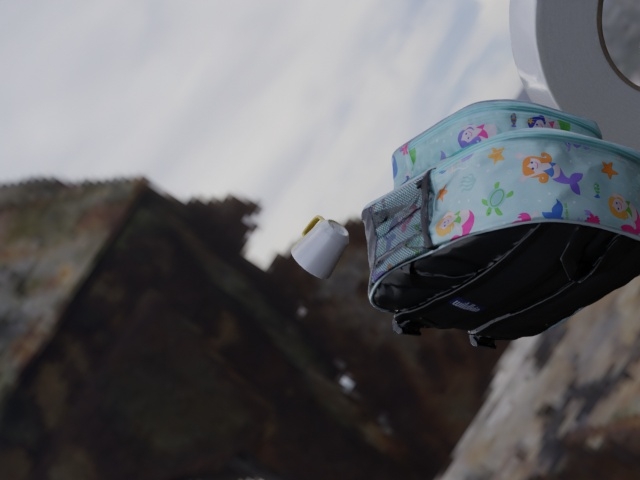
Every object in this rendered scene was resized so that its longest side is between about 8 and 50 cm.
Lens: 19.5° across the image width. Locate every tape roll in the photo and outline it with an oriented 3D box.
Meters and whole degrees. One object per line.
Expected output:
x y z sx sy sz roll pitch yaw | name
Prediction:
0.424 -0.292 2.381 0.392 0.392 0.072 -56 25 -5 | tape roll

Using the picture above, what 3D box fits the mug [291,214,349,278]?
0.000 0.002 2.434 0.064 0.078 0.062 -52 -22 20 | mug

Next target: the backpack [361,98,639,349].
0.185 -0.020 1.715 0.253 0.225 0.191 -27 56 54 | backpack
